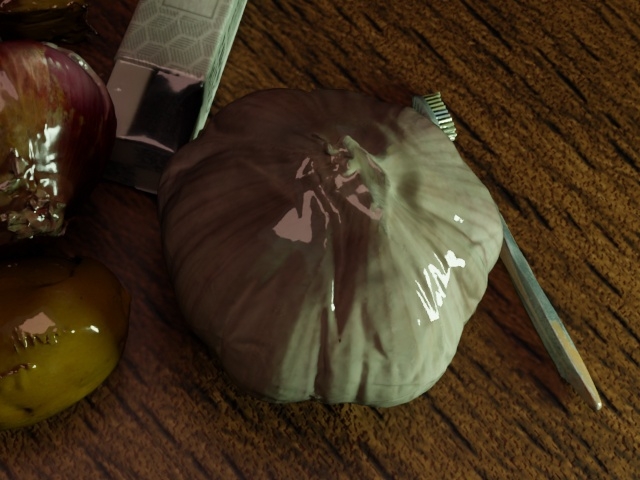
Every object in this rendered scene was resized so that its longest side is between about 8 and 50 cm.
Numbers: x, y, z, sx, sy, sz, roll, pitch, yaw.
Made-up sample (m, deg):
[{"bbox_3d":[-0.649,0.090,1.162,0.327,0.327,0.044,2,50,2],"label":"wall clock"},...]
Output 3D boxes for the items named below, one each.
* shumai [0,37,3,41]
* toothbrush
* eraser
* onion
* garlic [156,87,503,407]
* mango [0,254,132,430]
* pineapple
[{"bbox_3d":[-0.381,-0.152,1.316,0.184,0.142,0.184,0,88,0],"label":"shumai"},{"bbox_3d":[0.184,0.005,1.418,0.037,0.028,0.375,-17,68,-25],"label":"toothbrush"},{"bbox_3d":[-0.129,-0.242,1.445,0.096,0.098,0.404,17,62,0],"label":"eraser"},{"bbox_3d":[-0.266,-0.059,1.218,0.230,0.230,0.163,-39,63,-23],"label":"onion"},{"bbox_3d":[0.000,0.000,1.262,0.317,0.259,0.317,6,62,-12],"label":"garlic"},{"bbox_3d":[-0.283,0.091,1.227,0.249,0.156,0.151,-12,87,-24],"label":"mango"},{"bbox_3d":[-0.336,-0.275,1.437,0.233,0.079,0.135,5,62,-6],"label":"pineapple"}]
